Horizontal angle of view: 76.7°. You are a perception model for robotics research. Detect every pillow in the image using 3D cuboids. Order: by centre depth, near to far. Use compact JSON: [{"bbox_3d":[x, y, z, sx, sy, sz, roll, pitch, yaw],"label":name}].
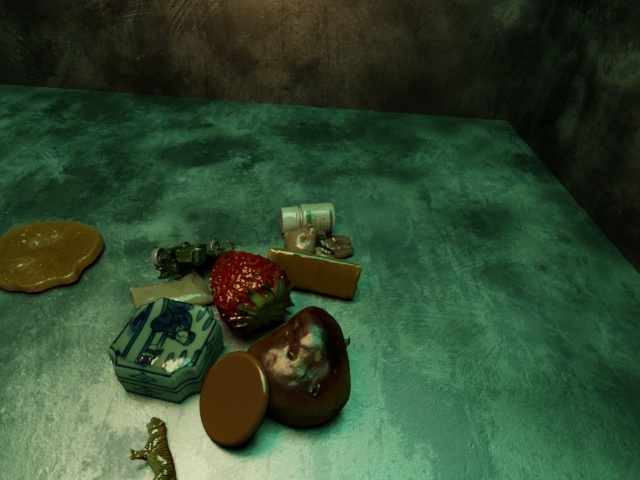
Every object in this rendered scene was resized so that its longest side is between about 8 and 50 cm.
[{"bbox_3d":[-0.530,0.195,1.462,0.270,0.067,0.173,-16,45,-26],"label":"pillow"}]

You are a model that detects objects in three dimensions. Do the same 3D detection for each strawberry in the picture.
[{"bbox_3d":[-0.266,0.140,1.396,0.292,0.292,0.343,-24,51,-31],"label":"strawberry"}]

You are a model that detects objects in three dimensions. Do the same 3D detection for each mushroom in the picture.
[{"bbox_3d":[-0.046,0.381,1.219,0.346,0.259,0.345,-6,62,11],"label":"mushroom"}]

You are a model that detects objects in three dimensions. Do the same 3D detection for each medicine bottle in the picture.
[{"bbox_3d":[-0.059,-0.096,1.812,0.237,0.139,0.139,-5,41,-13],"label":"medicine bottle"}]

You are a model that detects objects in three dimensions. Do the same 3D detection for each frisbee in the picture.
[{"bbox_3d":[-0.246,0.433,1.120,0.251,0.021,0.250,-15,61,29],"label":"frisbee"}]

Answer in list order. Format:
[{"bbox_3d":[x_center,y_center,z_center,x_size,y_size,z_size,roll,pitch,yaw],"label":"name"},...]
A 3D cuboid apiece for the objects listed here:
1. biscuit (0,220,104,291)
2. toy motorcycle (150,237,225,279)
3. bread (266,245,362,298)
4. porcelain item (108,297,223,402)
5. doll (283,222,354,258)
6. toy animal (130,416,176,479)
[{"bbox_3d":[-1.067,0.055,1.569,0.385,0.062,0.365,5,42,-1],"label":"biscuit"},{"bbox_3d":[-0.492,0.065,1.526,0.205,0.127,0.275,-4,8,13],"label":"toy motorcycle"},{"bbox_3d":[-0.029,0.121,1.551,0.362,0.138,0.077,11,10,6],"label":"bread"},{"bbox_3d":[-0.467,0.324,1.247,0.286,0.157,0.281,11,41,8],"label":"porcelain item"},{"bbox_3d":[0.000,0.000,1.697,0.303,0.156,0.201,-4,40,-18],"label":"doll"},{"bbox_3d":[-0.426,0.566,1.037,0.099,0.056,0.241,-17,44,-26],"label":"toy animal"}]
